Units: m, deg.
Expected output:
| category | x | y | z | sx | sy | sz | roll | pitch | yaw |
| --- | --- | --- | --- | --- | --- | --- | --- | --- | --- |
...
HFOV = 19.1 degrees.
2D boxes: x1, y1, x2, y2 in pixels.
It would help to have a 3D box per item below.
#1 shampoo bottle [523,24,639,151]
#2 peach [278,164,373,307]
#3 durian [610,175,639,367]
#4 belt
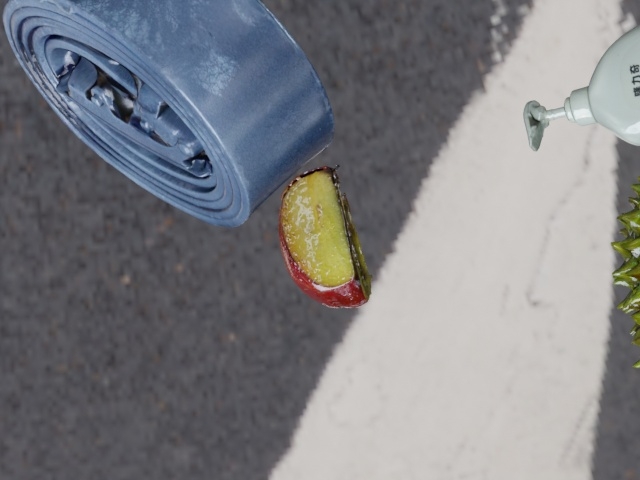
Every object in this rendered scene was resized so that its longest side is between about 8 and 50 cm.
| category | x | y | z | sx | sy | sz | roll | pitch | yaw |
| --- | --- | --- | --- | --- | --- | --- | --- | --- | --- |
| shampoo bottle | 0.182 | -0.085 | 1.040 | 0.152 | 0.077 | 0.045 | -12 | 169 | 29 |
| peach | 0.000 | 0.000 | 1.180 | 0.050 | 0.077 | 0.083 | -11 | 120 | 8 |
| durian | 0.287 | 0.014 | 1.207 | 0.176 | 0.237 | 0.200 | 22 | 155 | -38 |
| belt | -0.081 | -0.091 | 0.983 | 0.082 | 0.190 | 0.141 | -43 | 143 | -22 |
